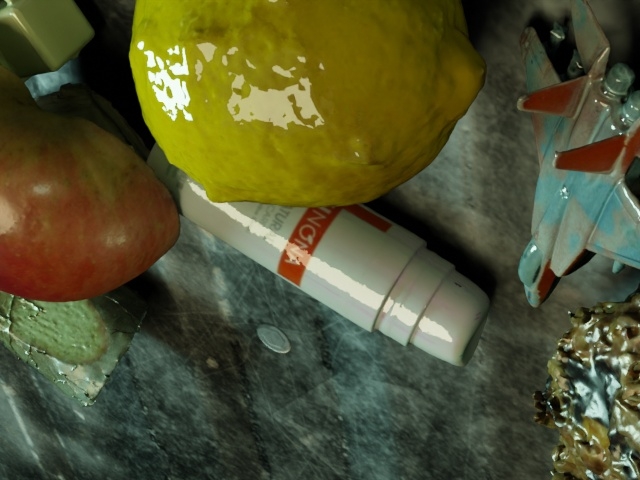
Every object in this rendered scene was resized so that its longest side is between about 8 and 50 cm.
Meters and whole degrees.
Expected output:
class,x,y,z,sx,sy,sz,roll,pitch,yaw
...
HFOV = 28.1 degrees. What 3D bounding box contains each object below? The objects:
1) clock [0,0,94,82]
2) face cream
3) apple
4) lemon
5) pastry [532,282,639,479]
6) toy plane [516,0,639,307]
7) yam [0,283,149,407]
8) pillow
class,x,y,z,sx,sy,sz,roll,pitch,yaw
clock,-0.390,-0.313,1.188,0.276,0.120,0.379,1,135,43
face cream,0.000,0.000,1.190,0.345,0.102,0.102,30,143,12
apple,-0.296,-0.037,1.204,0.293,0.163,0.251,35,156,7
lemon,-0.013,-0.135,0.952,0.288,0.233,0.233,8,134,28
pastry,0.290,0.159,1.010,0.275,0.193,0.275,12,150,7
toy plane,0.201,-0.031,0.975,0.326,0.104,0.223,80,165,-62
yam,-0.321,0.075,1.504,0.254,0.154,0.154,32,143,9
pillow,-0.274,-0.078,1.371,0.270,0.067,0.173,-10,119,46
